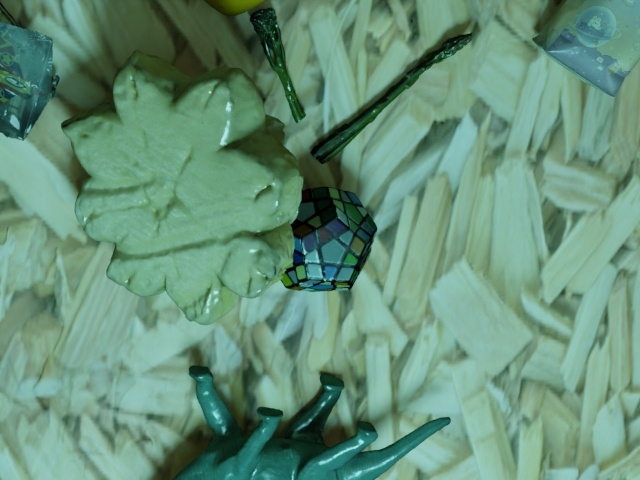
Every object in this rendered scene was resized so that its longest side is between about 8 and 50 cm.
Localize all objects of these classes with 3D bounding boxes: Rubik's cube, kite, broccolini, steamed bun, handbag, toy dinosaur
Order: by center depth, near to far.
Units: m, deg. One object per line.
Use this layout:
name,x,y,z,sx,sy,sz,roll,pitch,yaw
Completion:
kite,-0.398,-0.198,1.588,0.245,0.015,0.141,22,123,-4
steamed bun,-0.135,-0.073,1.640,0.295,0.137,0.292,28,120,18
broccolini,-0.044,-0.196,1.697,0.030,0.035,0.140,-21,110,-2
Rubik's cube,0.000,0.000,1.720,0.133,0.133,0.111,3,77,-14
handbag,0.340,-0.266,1.740,0.117,0.095,0.173,30,105,-24
toy dinosaur,-0.068,0.324,1.817,0.384,0.129,0.330,12,113,-17

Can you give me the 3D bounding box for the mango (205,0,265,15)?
mango,-0.082,-0.345,1.612,0.145,0.112,0.219,4,118,-8

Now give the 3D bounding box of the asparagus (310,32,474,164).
asparagus,0.083,-0.168,1.741,0.233,0.022,0.023,-39,66,2

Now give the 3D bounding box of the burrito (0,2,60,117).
burrito,-0.364,-0.231,1.605,0.063,0.058,0.229,-37,108,5
